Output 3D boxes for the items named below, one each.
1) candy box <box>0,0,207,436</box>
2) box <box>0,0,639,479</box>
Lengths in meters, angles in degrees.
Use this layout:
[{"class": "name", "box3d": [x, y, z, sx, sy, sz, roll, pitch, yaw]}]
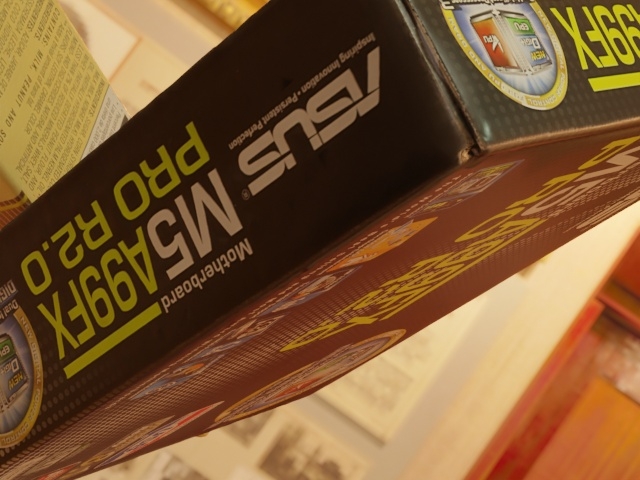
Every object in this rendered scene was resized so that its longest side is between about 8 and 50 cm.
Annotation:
[{"class": "candy box", "box3d": [-0.176, -0.030, 0.623, 0.183, 0.087, 0.316, 0, -35, 23]}, {"class": "box", "box3d": [0.000, 0.000, 0.465, 0.216, 0.270, 0.060, -12, 73, -51]}]
